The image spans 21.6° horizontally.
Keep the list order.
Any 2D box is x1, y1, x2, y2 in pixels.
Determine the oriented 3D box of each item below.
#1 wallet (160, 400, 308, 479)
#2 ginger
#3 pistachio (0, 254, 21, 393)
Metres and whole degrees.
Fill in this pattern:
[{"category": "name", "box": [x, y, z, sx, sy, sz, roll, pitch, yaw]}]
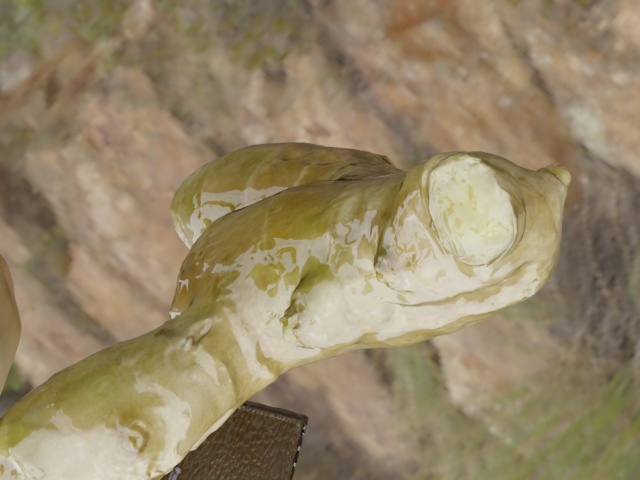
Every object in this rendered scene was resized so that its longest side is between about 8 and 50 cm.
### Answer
[{"category": "wallet", "box": [-0.082, 0.220, 1.089, 0.039, 0.243, 0.133, 12, 175, 38]}, {"category": "ginger", "box": [0.012, 0.008, 0.953, 0.348, 0.363, 0.122, -19, 102, 28]}, {"category": "pistachio", "box": [-0.306, 0.090, 0.991, 0.230, 0.230, 0.309, 41, 125, -2]}]
